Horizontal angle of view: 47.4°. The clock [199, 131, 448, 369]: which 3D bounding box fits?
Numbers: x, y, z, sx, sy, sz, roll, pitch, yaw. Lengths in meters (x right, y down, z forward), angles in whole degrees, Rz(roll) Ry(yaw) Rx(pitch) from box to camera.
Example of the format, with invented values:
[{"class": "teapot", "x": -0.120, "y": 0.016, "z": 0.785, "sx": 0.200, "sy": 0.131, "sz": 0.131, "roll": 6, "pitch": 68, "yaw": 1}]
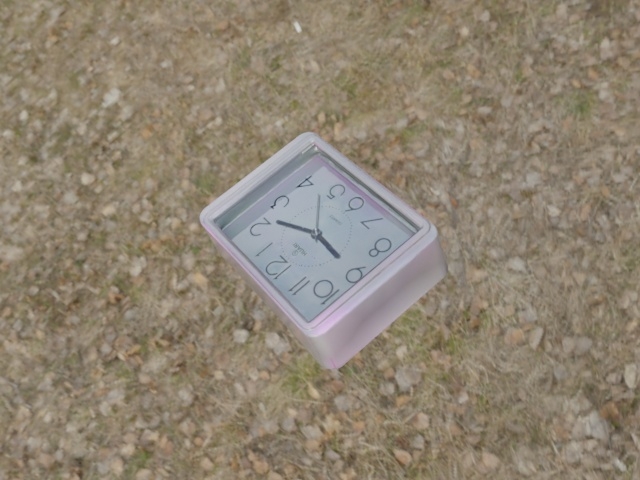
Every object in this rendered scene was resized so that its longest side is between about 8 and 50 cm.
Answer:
[{"class": "clock", "x": 0.000, "y": 0.000, "z": 0.671, "sx": 0.150, "sy": 0.063, "sz": 0.197, "roll": -39, "pitch": 53, "yaw": -11}]
